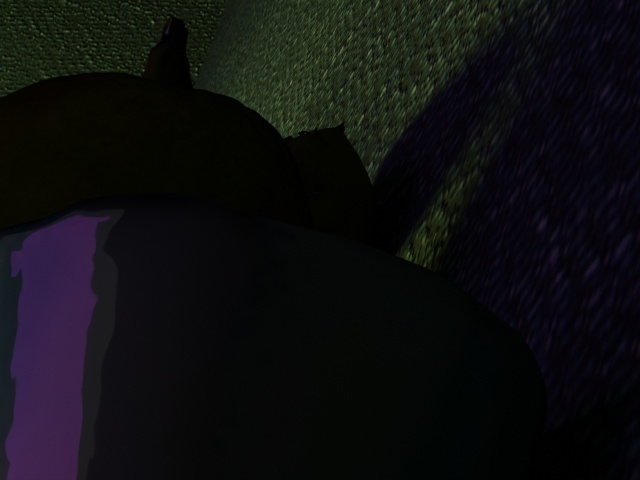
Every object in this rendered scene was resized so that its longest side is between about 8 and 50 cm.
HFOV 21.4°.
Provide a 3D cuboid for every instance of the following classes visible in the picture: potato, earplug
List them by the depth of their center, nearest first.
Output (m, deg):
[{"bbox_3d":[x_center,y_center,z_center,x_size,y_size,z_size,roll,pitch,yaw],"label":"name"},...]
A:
[{"bbox_3d":[-0.052,0.172,0.443,0.185,0.185,0.324,127,158,-58],"label":"earplug"},{"bbox_3d":[0.000,0.000,0.898,0.100,0.089,0.172,-39,-12,27],"label":"potato"}]

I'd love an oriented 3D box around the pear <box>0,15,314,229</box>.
[{"bbox_3d":[-0.121,0.071,0.726,0.287,0.287,0.375,140,151,-71],"label":"pear"}]
